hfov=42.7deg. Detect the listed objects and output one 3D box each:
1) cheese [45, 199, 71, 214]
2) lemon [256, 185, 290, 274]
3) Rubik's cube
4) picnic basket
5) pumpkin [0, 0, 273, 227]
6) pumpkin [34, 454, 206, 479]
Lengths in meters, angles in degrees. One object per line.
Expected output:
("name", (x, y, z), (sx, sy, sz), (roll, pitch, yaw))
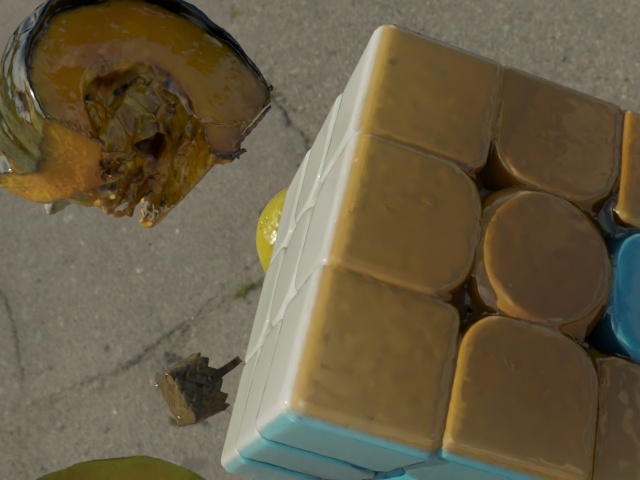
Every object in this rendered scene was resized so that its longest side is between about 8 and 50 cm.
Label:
("cheese", (-0.379, -0.167, 1.553), (0.034, 0.085, 0.400), (30, 38, 10))
("lemon", (-0.002, -0.001, 1.504), (0.236, 0.236, 0.263), (-24, 4, -4))
("Rubik's cube", (0.110, 0.060, 0.649), (0.292, 0.290, 0.291), (18, 65, -9))
("picnic basket", (-0.241, 0.301, 1.737), (0.178, 0.137, 0.128), (-28, -3, -40))
("pumpkin", (-0.235, -0.158, 0.987), (0.225, 0.303, 0.256), (-40, 44, 44))
("pumpkin", (-0.172, 0.254, 0.609), (0.217, 0.217, 0.110), (-40, 20, -23))
